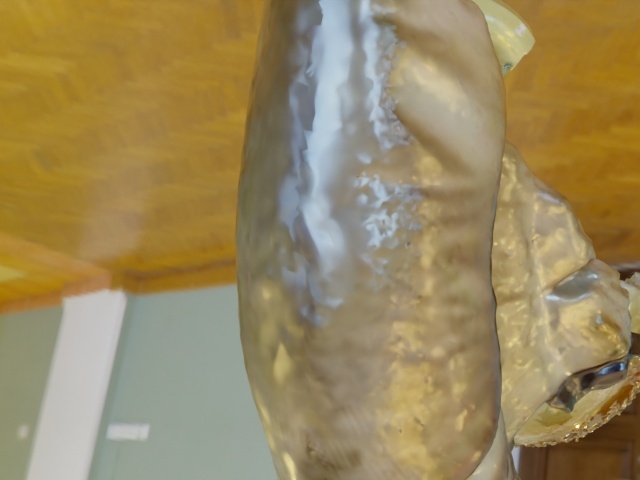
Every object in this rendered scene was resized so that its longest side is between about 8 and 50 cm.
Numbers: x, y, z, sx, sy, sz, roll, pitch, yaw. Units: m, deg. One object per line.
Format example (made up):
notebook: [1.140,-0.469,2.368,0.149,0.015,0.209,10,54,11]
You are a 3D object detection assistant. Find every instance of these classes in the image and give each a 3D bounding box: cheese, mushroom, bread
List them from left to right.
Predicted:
mushroom: [0.028,0.025,0.668,0.224,0.314,0.397,8,144,40]
cheese: [0.197,-0.366,1.842,0.316,0.128,0.259,27,137,-5]
bread: [0.257,0.143,1.164,0.171,0.192,0.314,37,150,-15]
